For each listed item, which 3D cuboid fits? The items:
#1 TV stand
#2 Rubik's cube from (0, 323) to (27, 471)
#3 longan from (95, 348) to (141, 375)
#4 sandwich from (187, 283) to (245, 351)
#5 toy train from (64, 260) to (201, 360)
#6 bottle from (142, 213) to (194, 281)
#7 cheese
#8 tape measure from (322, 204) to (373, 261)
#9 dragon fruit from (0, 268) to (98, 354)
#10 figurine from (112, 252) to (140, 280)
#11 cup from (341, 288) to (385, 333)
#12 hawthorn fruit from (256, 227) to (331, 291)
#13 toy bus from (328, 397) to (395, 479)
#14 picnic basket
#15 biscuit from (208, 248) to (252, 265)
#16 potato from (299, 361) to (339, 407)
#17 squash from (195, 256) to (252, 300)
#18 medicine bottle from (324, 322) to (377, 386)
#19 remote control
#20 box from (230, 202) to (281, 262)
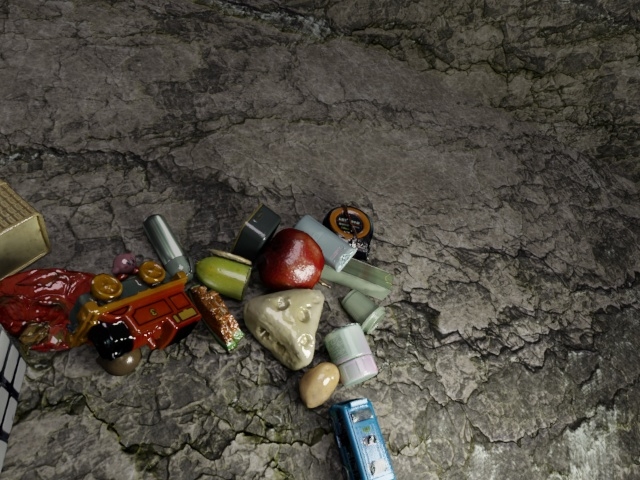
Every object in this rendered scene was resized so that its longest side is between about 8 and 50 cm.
[{"bbox_3d":[0.129,0.127,1.602,0.269,0.088,0.082,22,51,-6],"label":"TV stand"},{"bbox_3d":[-0.853,0.355,0.916,0.305,0.303,0.301,6,56,-21],"label":"Rubik's cube"},{"bbox_3d":[-0.555,0.319,1.191,0.113,0.092,0.113,13,49,-16],"label":"longan"},{"bbox_3d":[-0.322,0.212,1.329,0.079,0.159,0.235,-30,53,-29],"label":"sandwich"},{"bbox_3d":[-0.493,0.197,1.196,0.231,0.163,0.369,46,28,12],"label":"toy train"},{"bbox_3d":[-0.494,0.023,1.421,0.096,0.079,0.253,-38,71,9],"label":"bottle"},{"bbox_3d":[-0.123,0.267,1.358,0.248,0.173,0.251,13,59,-15],"label":"cheese"},{"bbox_3d":[0.103,-0.029,1.674,0.202,0.135,0.223,11,51,-2],"label":"tape measure"},{"bbox_3d":[-0.729,0.186,1.177,0.317,0.152,0.205,-4,61,-25],"label":"dragon fruit"},{"bbox_3d":[-0.612,0.077,1.350,0.067,0.071,0.083,7,30,36],"label":"figurine"},{"bbox_3d":[0.146,0.246,1.522,0.141,0.120,0.120,39,51,23],"label":"cup"},{"bbox_3d":[-0.076,0.091,1.473,0.266,0.210,0.230,34,59,-3],"label":"hawthorn fruit"},{"bbox_3d":[0.117,0.585,1.256,0.113,0.134,0.246,-4,60,-25],"label":"toy bus"},{"bbox_3d":[-0.937,0.008,1.163,0.175,0.228,0.313,39,52,5],"label":"picnic basket"},{"bbox_3d":[-0.299,0.055,1.447,0.152,0.152,0.020,18,79,-10],"label":"biscuit"},{"bbox_3d":[-0.006,0.436,1.324,0.147,0.112,0.112,-42,79,-16],"label":"potato"},{"bbox_3d":[-0.320,0.115,1.410,0.187,0.123,0.123,20,52,-6],"label":"squash"},{"bbox_3d":[0.098,0.369,1.396,0.135,0.135,0.168,-9,61,-27],"label":"medicine bottle"},{"bbox_3d":[0.001,0.001,1.565,0.103,0.051,0.293,-51,50,-2],"label":"remote control"},{"bbox_3d":[-0.220,-0.017,1.491,0.090,0.201,0.144,36,50,-1],"label":"box"}]
